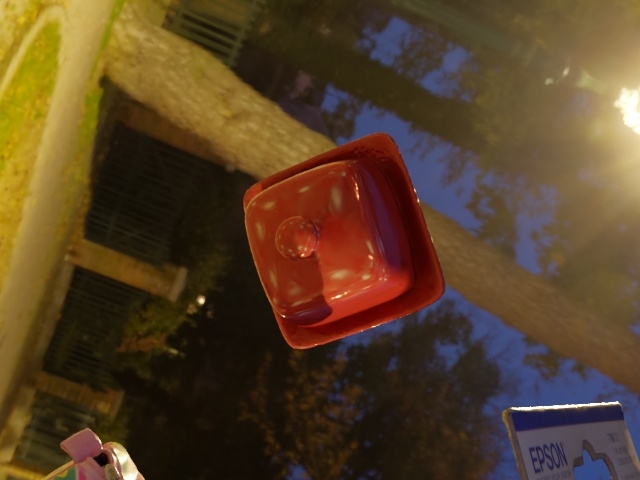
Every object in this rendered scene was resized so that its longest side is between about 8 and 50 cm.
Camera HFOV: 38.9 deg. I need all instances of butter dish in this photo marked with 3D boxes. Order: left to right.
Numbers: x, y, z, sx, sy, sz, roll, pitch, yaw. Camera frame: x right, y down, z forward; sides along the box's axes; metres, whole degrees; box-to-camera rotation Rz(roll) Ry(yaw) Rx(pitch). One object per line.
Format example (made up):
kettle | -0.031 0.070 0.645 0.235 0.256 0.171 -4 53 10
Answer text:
butter dish | 0.000 0.000 0.756 0.118 0.160 0.160 5 65 -67

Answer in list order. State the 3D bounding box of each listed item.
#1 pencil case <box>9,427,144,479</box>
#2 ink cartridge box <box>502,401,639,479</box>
pencil case | -0.125 0.283 0.688 0.124 0.284 0.124 -39 164 -14
ink cartridge box | 0.117 0.224 0.311 0.065 0.165 0.333 -24 -111 26
